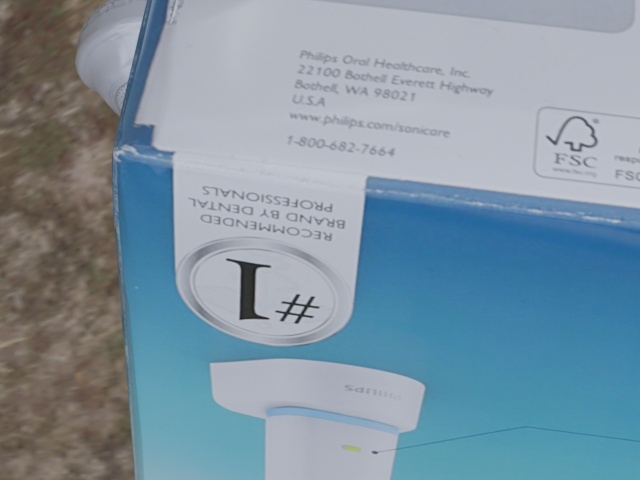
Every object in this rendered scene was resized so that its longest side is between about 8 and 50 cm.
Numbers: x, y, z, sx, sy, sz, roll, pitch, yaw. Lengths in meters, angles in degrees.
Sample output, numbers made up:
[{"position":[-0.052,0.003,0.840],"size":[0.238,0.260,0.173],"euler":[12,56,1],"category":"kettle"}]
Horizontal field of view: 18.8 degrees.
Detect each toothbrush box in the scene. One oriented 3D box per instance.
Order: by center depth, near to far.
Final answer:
[{"position":[0.069,0.038,0.485],"size":[0.216,0.295,0.126],"euler":[6,53,3],"category":"toothbrush box"}]

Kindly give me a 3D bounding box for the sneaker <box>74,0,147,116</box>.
[{"position":[0.000,0.000,1.178],"size":[0.366,0.137,0.210],"euler":[30,48,-17],"category":"sneaker"}]
